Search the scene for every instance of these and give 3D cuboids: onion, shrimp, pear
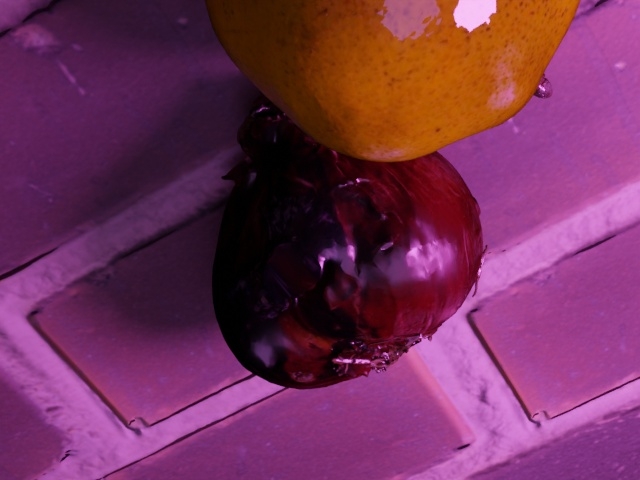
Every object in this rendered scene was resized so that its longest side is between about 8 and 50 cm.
[{"bbox_3d":[0.013,0.017,1.052,0.281,0.221,0.280,9,116,19],"label":"onion"},{"bbox_3d":[0.177,-0.161,1.060,0.092,0.029,0.038,18,120,-14],"label":"shrimp"},{"bbox_3d":[0.053,-0.213,0.867,0.294,0.294,0.294,-4,124,-5],"label":"pear"}]
